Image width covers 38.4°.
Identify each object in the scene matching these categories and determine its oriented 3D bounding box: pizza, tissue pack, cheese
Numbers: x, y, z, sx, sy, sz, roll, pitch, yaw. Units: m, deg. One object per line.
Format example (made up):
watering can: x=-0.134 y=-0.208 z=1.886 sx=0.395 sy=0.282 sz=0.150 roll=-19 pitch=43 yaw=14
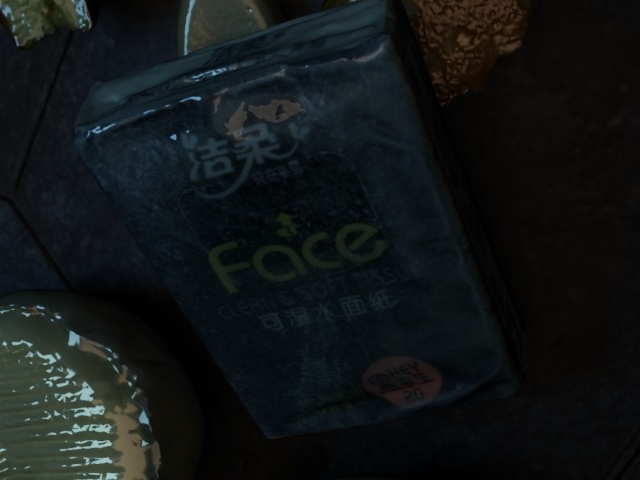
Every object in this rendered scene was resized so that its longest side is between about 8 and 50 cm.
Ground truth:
pizza: x=0.059 y=-0.141 z=0.670 sx=0.127 sy=0.058 sz=0.246 roll=41 pitch=113 yaw=-7
tissue pack: x=0.000 y=0.000 z=0.665 sx=0.228 sy=0.103 sz=0.316 roll=-15 pitch=125 yaw=19
cheese: x=-0.074 y=-0.195 z=0.701 sx=0.097 sy=0.037 sz=0.192 roll=-4 pitch=107 yaw=15

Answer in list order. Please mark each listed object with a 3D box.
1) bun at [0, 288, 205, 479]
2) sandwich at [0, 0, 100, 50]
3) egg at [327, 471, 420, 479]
bun: x=-0.226 y=0.175 z=0.803 sx=0.287 sy=0.146 sz=0.287 roll=2 pitch=94 yaw=21
sandwich: x=-0.234 y=-0.265 z=0.697 sx=0.090 sy=0.088 sz=0.244 roll=-20 pitch=98 yaw=11
egg: x=0.063 y=0.317 z=0.726 sx=0.289 sy=0.238 sz=0.238 roll=41 pitch=113 yaw=-20
